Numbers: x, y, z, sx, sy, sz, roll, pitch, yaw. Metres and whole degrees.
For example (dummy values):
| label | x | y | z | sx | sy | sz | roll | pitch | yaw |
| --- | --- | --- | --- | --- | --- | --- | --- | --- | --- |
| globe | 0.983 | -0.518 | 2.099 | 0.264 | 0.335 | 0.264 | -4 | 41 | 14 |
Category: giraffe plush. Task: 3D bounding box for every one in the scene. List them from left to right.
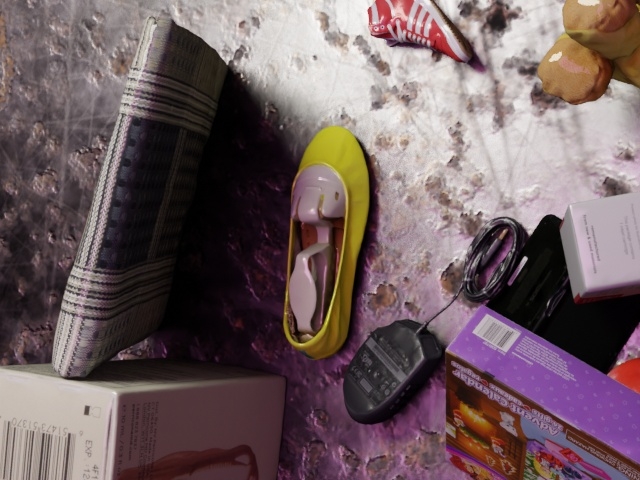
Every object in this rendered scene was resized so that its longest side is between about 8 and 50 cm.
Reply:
| label | x | y | z | sx | sy | sz | roll | pitch | yaw |
| --- | --- | --- | --- | --- | --- | --- | --- | --- | --- |
| giraffe plush | 0.295 | -0.143 | 1.002 | 0.170 | 0.210 | 0.181 | 39 | 78 | 18 |

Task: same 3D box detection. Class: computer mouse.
| label | x | y | z | sx | sy | sz | roll | pitch | yaw |
| --- | --- | --- | --- | --- | --- | --- | --- | --- | --- |
| computer mouse | 0.109 | 0.078 | 1.154 | 0.242 | 0.041 | 0.071 | -48 | 49 | 10 |

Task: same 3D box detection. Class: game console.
| label | x | y | z | sx | sy | sz | roll | pitch | yaw |
| --- | --- | --- | --- | --- | --- | --- | --- | --- | --- |
| game console | 0.222 | 0.056 | 1.111 | 0.122 | 0.071 | 0.107 | -59 | 36 | 10 |

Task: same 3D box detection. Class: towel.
| label | x | y | z | sx | sy | sz | roll | pitch | yaw |
| --- | --- | --- | --- | --- | --- | --- | --- | --- | --- |
| towel | -0.166 | -0.042 | 1.146 | 0.056 | 0.324 | 0.312 | 15 | 92 | 3 |

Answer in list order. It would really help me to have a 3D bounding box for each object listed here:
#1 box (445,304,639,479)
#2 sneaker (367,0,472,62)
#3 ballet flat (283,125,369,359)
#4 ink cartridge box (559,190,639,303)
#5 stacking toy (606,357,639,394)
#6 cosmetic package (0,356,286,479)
| label | x | y | z | sx | sy | sz | roll | pitch | yaw |
| --- | --- | --- | --- | --- | --- | --- | --- | --- | --- |
| box | 0.235 | 0.192 | 0.995 | 0.293 | 0.201 | 0.057 | 30 | 63 | 25 |
| sneaker | 0.091 | -0.197 | 1.176 | 0.067 | 0.042 | 0.118 | -42 | 63 | 13 |
| ballet flat | 0.000 | 0.000 | 1.185 | 0.077 | 0.077 | 0.231 | 3 | 87 | 26 |
| ink cartridge box | 0.290 | -0.002 | 0.994 | 0.175 | 0.127 | 0.072 | -11 | 81 | 6 |
| stacking toy | 0.376 | 0.101 | 0.980 | 0.330 | 0.141 | 0.141 | -19 | 78 | 29 |
| cosmetic package | -0.167 | 0.182 | 1.131 | 0.153 | 0.296 | 0.129 | 5 | 89 | 27 |
